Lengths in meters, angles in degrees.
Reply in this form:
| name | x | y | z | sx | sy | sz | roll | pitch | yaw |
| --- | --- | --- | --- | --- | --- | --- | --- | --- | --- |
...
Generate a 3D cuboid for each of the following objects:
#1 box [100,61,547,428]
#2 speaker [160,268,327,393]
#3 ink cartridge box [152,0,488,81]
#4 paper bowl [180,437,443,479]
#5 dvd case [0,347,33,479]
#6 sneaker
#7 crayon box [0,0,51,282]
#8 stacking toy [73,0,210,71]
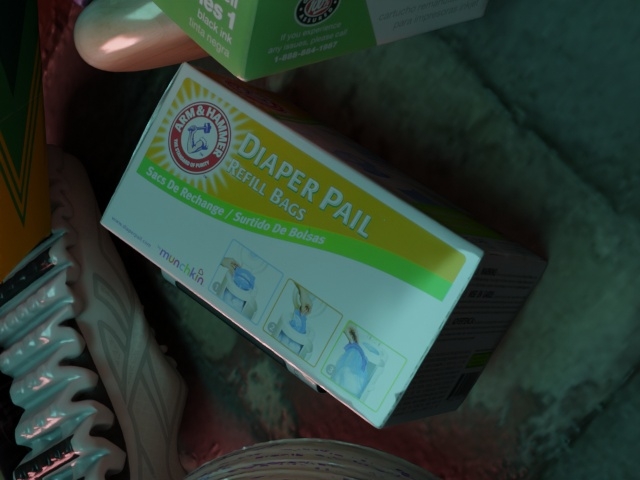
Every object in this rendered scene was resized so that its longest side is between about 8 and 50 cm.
| name | x | y | z | sx | sy | sz | roll | pitch | yaw |
| --- | --- | --- | --- | --- | --- | --- | --- | --- | --- |
| box | 0.000 | 0.000 | 0.654 | 0.203 | 0.114 | 0.103 | 34 | 102 | 24 |
| speaker | -0.034 | 0.038 | 0.754 | 0.136 | 0.055 | 0.055 | 34 | 125 | 23 |
| ink cartridge box | 0.020 | -0.196 | 0.508 | 0.092 | 0.160 | 0.219 | 46 | 140 | 29 |
| paper bowl | -0.009 | 0.274 | 0.707 | 0.284 | 0.148 | 0.284 | 4 | 107 | 12 |
| dvd case | -0.211 | 0.163 | 0.886 | 0.018 | 0.164 | 0.221 | -23 | 94 | 5 |
| sneaker | -0.161 | 0.075 | 0.841 | 0.110 | 0.118 | 0.292 | -25 | 71 | 42 |
| crayon box | -0.357 | -0.145 | 0.711 | 0.363 | 0.106 | 0.313 | 6 | 112 | 8 |
| stacking toy | -0.105 | -0.266 | 0.648 | 0.141 | 0.141 | 0.330 | -12 | 94 | 41 |
